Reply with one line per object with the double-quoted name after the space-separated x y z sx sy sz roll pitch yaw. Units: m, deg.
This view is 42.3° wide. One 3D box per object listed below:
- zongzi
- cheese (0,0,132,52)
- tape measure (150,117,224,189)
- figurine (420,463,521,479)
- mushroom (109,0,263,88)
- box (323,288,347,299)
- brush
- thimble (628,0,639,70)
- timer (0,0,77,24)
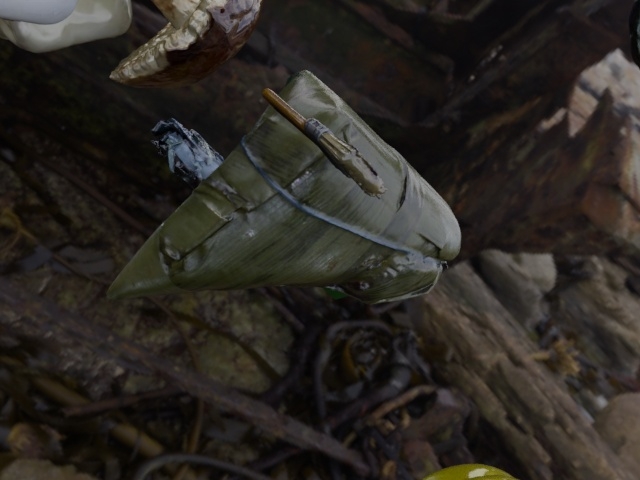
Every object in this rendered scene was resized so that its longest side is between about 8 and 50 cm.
-0.022 0.017 0.777 0.250 0.274 0.125 38 13 -36 "zongzi"
-0.367 -0.367 1.053 0.173 0.248 0.251 -19 18 -24 "cheese"
-0.156 -0.100 1.017 0.094 0.054 0.091 48 8 19 "tape measure"
0.051 0.182 0.345 0.218 0.169 0.327 46 -3 19 "figurine"
-0.177 -0.320 0.947 0.233 0.207 0.302 -74 159 -44 "mushroom"
0.000 0.000 1.226 0.235 0.132 0.034 44 47 -30 "box"
-0.006 -0.074 0.557 0.043 0.014 0.170 48 0 -36 "brush"
0.501 -0.257 0.988 0.237 0.237 0.150 33 20 -23 "thimble"
-0.246 -0.170 0.403 0.237 0.087 0.262 5 14 -29 "timer"
